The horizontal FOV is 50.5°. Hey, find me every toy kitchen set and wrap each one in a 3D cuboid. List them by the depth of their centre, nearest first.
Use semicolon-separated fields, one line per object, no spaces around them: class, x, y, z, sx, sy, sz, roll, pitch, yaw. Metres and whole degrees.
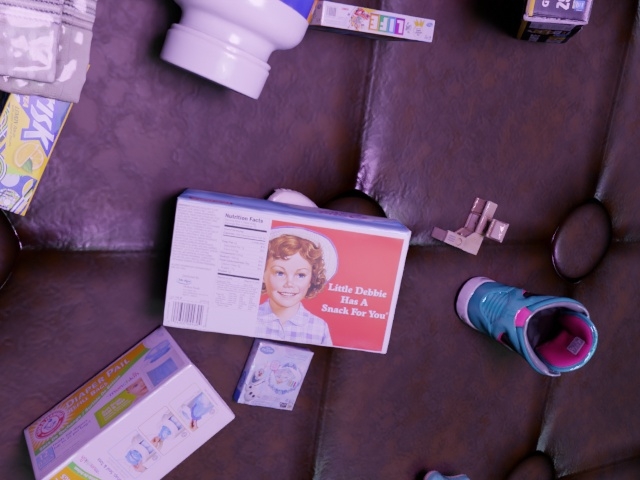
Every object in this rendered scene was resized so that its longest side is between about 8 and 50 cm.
toy kitchen set;0.227;-0.025;1.014;0.075;0.068;0.083;19;95;-34

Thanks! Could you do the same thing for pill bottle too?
pill bottle;-0.065;-0.293;0.701;0.152;0.152;0.271;17;99;-34

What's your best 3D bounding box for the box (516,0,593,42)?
box;0.315;-0.420;0.841;0.257;0.080;0.321;-35;135;-70

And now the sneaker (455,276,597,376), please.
sneaker;0.375;0.149;1.092;0.296;0.178;0.123;21;94;-34

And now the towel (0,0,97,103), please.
towel;-0.310;-0.289;0.529;0.324;0.056;0.311;4;95;-47

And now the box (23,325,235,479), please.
box;-0.225;0.216;0.796;0.203;0.114;0.103;-38;122;-15

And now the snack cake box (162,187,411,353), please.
snack cake box;-0.042;0.034;0.801;0.265;0.089;0.152;9;101;-6

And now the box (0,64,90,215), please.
box;-0.297;-0.115;0.683;0.059;0.054;0.168;23;93;-34

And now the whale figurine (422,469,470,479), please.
whale figurine;0.183;0.522;1.121;0.216;0.141;0.271;21;94;-34

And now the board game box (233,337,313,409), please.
board game box;-0.064;0.186;0.939;0.090;0.020;0.090;18;96;-33

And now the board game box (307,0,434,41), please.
board game box;0.043;-0.260;0.808;0.154;0.103;0.026;-2;106;-30

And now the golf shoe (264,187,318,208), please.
golf shoe;0.000;0.000;0.878;0.069;0.086;0.176;-50;122;-6
